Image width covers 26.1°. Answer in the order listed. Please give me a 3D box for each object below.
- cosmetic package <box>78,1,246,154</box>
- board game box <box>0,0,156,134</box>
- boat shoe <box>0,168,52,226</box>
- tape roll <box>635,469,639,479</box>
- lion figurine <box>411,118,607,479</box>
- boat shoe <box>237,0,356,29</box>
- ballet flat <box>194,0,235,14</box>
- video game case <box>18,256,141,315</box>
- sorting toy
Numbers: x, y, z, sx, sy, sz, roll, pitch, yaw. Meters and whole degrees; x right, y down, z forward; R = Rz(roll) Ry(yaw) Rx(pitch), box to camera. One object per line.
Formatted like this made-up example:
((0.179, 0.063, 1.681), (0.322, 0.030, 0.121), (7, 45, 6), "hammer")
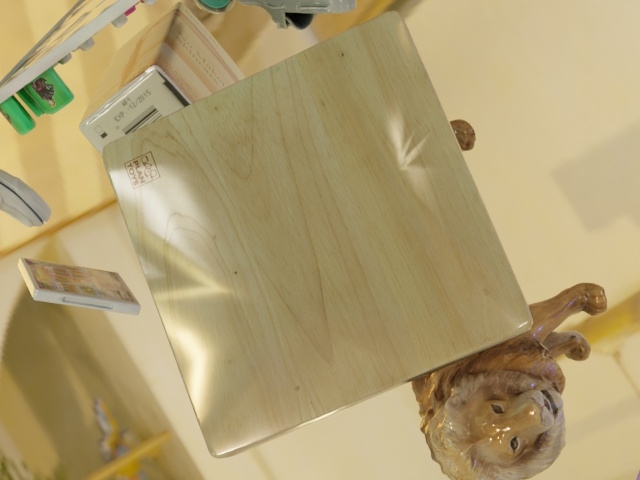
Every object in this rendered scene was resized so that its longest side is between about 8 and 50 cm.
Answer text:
((-0.189, -0.174, 1.733), (0.129, 0.153, 0.296), (-37, -160, 14), "cosmetic package")
((-0.107, -0.280, 1.308), (0.390, 0.050, 0.390), (-31, -161, 24), "board game box")
((-0.469, -0.071, 1.865), (0.083, 0.226, 0.076), (-3, -126, 55), "boat shoe")
((0.399, 0.243, 1.140), (0.274, 0.275, 0.090), (-32, 130, -1), "tape roll")
((0.121, 0.054, 1.329), (0.240, 0.392, 0.142), (-24, 148, -29), "lion figurine")
((-0.036, -0.290, 1.654), (0.079, 0.081, 0.227), (-20, -166, -32), "boat shoe")
((-0.153, -0.339, 1.818), (0.057, 0.168, 0.052), (-27, 144, -9), "ballet flat")
((-0.329, 0.061, 1.877), (0.143, 0.019, 0.157), (10, -168, -22), "video game case")
((0.000, 0.000, 1.055), (0.255, 0.257, 0.089), (-24, 167, 10), "sorting toy")
